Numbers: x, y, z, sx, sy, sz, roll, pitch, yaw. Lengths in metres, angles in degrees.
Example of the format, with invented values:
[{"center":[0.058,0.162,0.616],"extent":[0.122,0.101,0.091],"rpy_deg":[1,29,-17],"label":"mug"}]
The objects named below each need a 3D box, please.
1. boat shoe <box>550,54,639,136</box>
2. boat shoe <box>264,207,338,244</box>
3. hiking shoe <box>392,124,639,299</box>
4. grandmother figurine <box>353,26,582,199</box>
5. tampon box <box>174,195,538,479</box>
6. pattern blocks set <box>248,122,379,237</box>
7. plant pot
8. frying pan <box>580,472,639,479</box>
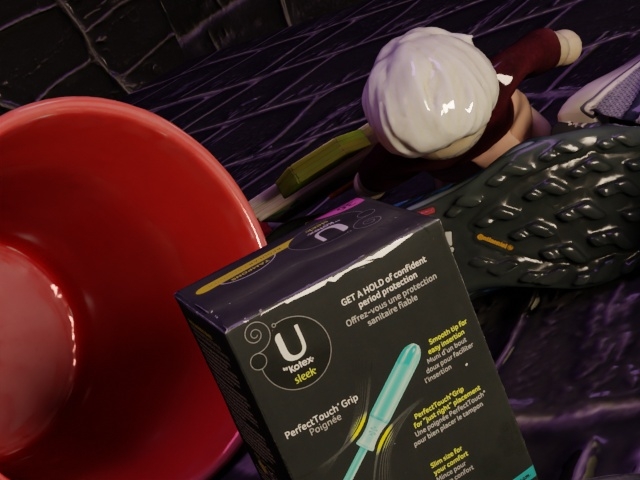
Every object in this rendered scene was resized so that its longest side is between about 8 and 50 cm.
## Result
[{"center":[0.352,-0.135,0.908],"extent":[0.340,0.127,0.158],"rpy_deg":[-41,28,-25],"label":"boat shoe"},{"center":[-0.001,-0.002,1.053],"extent":[0.133,0.049,0.042],"rpy_deg":[-20,8,-5],"label":"boat shoe"},{"center":[0.121,-0.014,0.819],"extent":[0.304,0.113,0.132],"rpy_deg":[-19,13,6],"label":"hiking shoe"},{"center":[0.113,-0.091,0.865],"extent":[0.208,0.104,0.342],"rpy_deg":[-46,-13,12],"label":"grandmother figurine"},{"center":[0.019,0.077,0.586],"extent":[0.120,0.161,0.101],"rpy_deg":[-27,17,-15],"label":"tampon box"},{"center":[0.012,-0.068,1.065],"extent":[0.325,0.026,0.285],"rpy_deg":[-31,-4,-1],"label":"pattern blocks set"},{"center":[-0.206,0.063,0.800],"extent":[0.243,0.275,0.275],"rpy_deg":[-17,15,49],"label":"plant pot"},{"center":[0.039,0.179,0.436],"extent":[0.326,0.053,0.197],"rpy_deg":[-21,17,14],"label":"frying pan"}]
